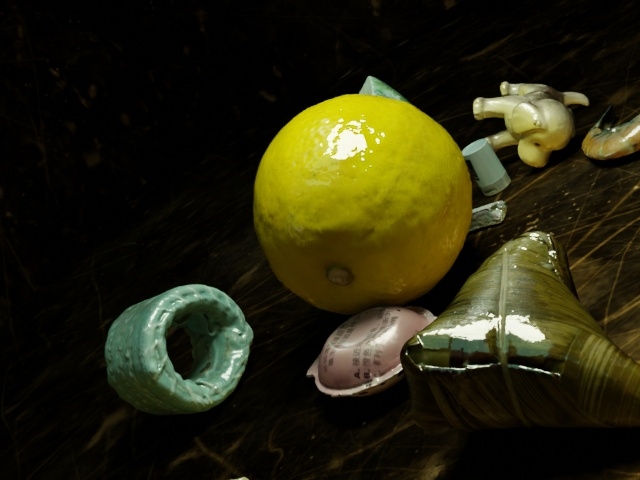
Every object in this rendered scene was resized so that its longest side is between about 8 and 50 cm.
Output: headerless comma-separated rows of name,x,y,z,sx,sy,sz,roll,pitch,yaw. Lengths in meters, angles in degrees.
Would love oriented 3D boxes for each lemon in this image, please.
lemon,0.060,-0.049,1.372,0.348,0.348,0.348,-31,18,11

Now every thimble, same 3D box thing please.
thimble,-0.222,0.178,1.499,0.235,0.198,0.143,-11,-6,-46

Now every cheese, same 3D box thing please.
cheese,0.100,0.137,1.218,0.286,0.074,0.189,-16,25,36

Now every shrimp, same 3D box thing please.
shrimp,0.513,-0.211,1.433,0.262,0.051,0.198,-35,17,8

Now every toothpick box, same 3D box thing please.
toothpick box,0.277,-0.122,1.564,0.052,0.083,0.052,-31,17,11

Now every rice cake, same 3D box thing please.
rice cake,0.208,-0.020,1.506,0.208,0.033,0.033,-20,13,37

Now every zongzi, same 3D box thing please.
zongzi,0.264,0.096,0.976,0.288,0.134,0.286,-2,30,37

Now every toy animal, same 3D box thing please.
toy animal,0.359,-0.204,1.595,0.169,0.121,0.233,-6,19,26

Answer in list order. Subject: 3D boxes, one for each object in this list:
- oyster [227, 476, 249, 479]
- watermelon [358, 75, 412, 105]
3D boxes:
oyster,-0.180,0.350,1.166,0.209,0.072,0.133,-26,22,19
watermelon,0.093,-0.132,1.742,0.258,0.228,0.387,-33,24,34
